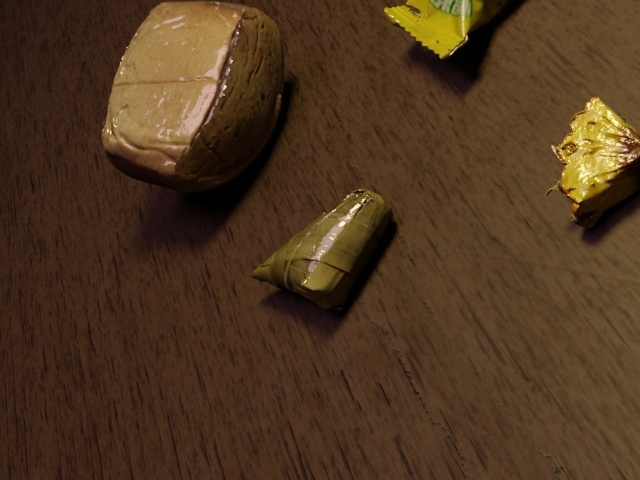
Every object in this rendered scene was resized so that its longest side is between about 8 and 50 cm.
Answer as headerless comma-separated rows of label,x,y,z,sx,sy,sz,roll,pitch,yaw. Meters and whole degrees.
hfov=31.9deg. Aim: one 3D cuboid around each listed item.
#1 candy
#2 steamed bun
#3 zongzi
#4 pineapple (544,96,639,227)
candy,0.231,-0.361,1.475,0.297,0.081,0.187,-39,34,-2
steamed bun,-0.176,-0.206,1.712,0.251,0.199,0.301,12,76,35
zongzi,0.000,0.000,1.409,0.160,0.078,0.176,-53,30,-12
pineapple,0.299,-0.077,1.149,0.116,0.069,0.137,1,68,44
